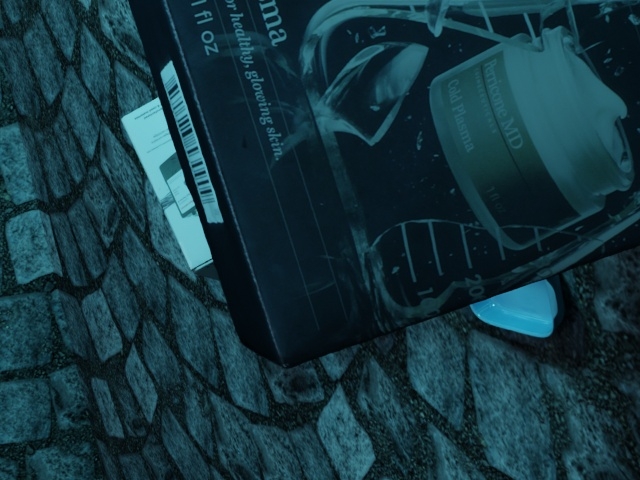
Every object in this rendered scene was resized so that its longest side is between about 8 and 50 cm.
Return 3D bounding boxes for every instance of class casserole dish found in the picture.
[{"bbox_3d":[0.248,0.058,1.870,0.188,0.037,0.114,12,121,56],"label":"casserole dish"}]

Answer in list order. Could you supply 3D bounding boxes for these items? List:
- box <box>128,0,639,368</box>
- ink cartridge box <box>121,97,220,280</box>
[{"bbox_3d":[0.086,-0.176,1.479,0.297,0.472,0.480,-179,71,-79],"label":"box"},{"bbox_3d":[-0.190,-0.089,2.449,0.289,0.121,0.211,64,-169,11],"label":"ink cartridge box"}]
